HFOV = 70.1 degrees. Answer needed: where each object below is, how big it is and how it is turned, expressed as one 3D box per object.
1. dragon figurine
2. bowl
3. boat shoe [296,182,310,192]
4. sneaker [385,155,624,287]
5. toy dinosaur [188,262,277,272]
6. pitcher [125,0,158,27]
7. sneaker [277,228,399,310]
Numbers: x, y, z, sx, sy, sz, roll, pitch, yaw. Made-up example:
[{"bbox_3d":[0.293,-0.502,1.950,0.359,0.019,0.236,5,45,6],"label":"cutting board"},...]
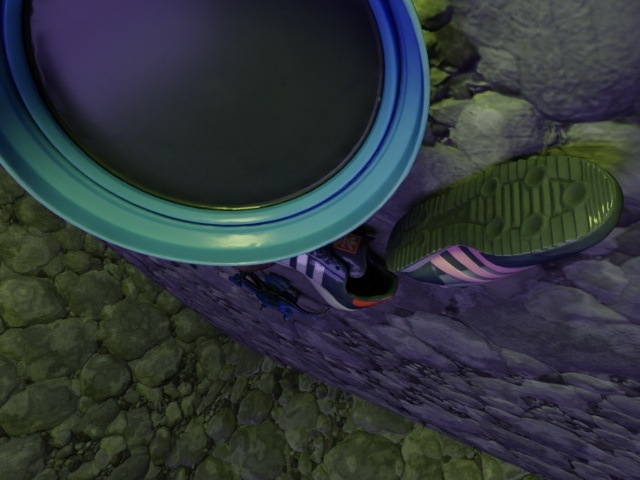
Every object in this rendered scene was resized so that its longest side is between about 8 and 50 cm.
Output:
[{"bbox_3d":[-0.125,0.150,1.266,0.289,0.085,0.144,20,156,28],"label":"dragon figurine"},{"bbox_3d":[-0.100,-0.121,0.422,0.390,0.077,0.391,-3,140,-2],"label":"bowl"},{"bbox_3d":[-0.089,-0.173,0.573,0.285,0.089,0.104,41,179,-16],"label":"boat shoe"},{"bbox_3d":[0.213,-0.005,0.534,0.131,0.112,0.319,20,165,-21],"label":"sneaker"},{"bbox_3d":[-0.168,-0.007,0.842,0.295,0.200,0.127,38,157,-18],"label":"toy dinosaur"},{"bbox_3d":[-0.148,-0.269,0.397,0.177,0.126,0.207,-9,137,25],"label":"pitcher"},{"bbox_3d":[0.000,0.000,0.770,0.350,0.131,0.148,37,151,-29],"label":"sneaker"}]
